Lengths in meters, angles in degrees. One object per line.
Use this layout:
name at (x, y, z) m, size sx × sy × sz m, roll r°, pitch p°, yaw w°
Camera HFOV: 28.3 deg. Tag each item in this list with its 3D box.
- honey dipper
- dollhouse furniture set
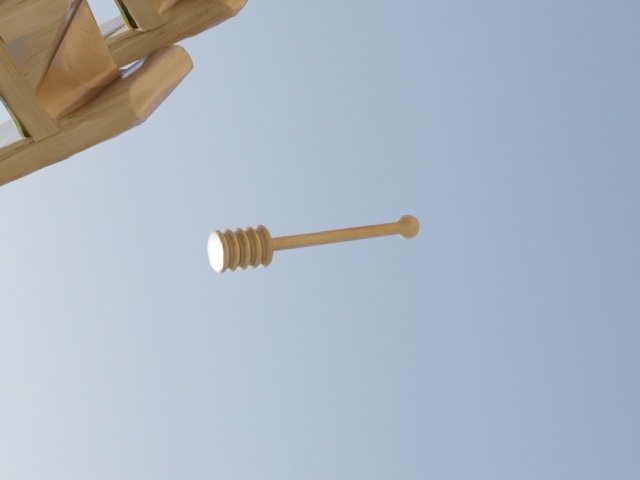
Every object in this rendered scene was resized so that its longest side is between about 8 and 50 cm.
honey dipper at (0.000, 0.000, 0.885) m, size 0.160 × 0.030 × 0.030 m, roll -6°, pitch -82°, yaw -28°
dollhouse furniture set at (-0.218, -0.259, 0.729) m, size 0.256 × 0.394 × 0.362 m, roll -18°, pitch -66°, yaw 28°
